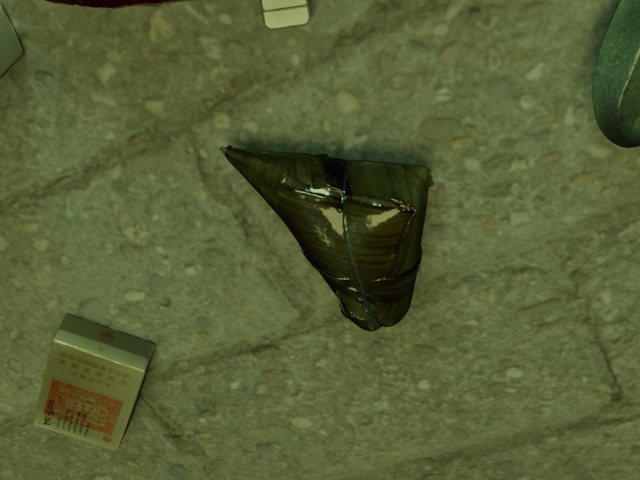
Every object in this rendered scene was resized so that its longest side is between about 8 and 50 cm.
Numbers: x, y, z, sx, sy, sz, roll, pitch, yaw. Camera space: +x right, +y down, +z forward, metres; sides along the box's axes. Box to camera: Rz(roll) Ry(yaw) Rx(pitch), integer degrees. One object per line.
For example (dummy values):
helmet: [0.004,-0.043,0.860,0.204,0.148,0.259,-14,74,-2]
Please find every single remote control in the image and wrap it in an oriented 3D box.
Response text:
remote control: [-0.045,-0.299,0.711,0.050,0.027,0.184,-7,120,3]

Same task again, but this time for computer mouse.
computer mouse: [0.329,-0.201,0.709,0.113,0.068,0.228,9,117,-22]

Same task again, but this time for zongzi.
zongzi: [0.000,0.000,0.872,0.242,0.112,0.220,9,127,10]

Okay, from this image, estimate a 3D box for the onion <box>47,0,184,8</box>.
onion: [-0.200,-0.320,0.606,0.315,0.146,0.280,10,136,15]

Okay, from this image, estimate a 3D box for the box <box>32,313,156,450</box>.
box: [-0.336,0.214,1.094,0.141,0.058,0.201,21,126,-9]

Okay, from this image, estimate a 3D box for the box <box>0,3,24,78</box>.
box: [-0.509,-0.154,0.763,0.344,0.200,0.065,-6,127,11]
